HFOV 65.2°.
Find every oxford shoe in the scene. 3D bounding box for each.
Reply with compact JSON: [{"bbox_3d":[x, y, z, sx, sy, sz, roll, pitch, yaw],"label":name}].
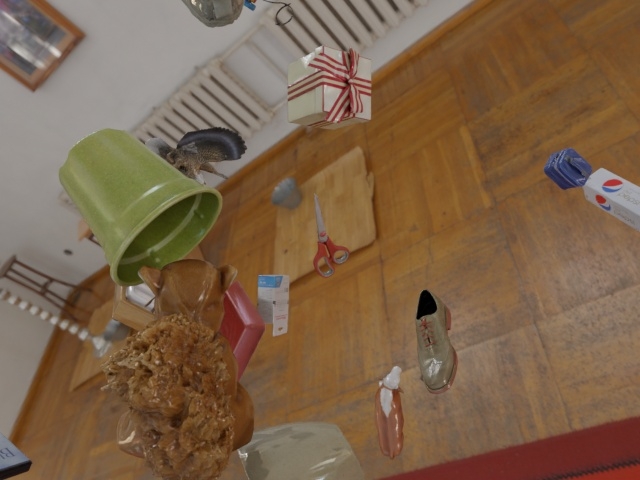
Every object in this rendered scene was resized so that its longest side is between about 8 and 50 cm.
[{"bbox_3d":[0.334,0.302,1.536,0.123,0.130,0.348,-25,32,23],"label":"oxford shoe"}]

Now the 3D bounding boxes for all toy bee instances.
[{"bbox_3d":[-0.232,-0.801,1.554,0.298,0.162,0.195,18,96,30],"label":"toy bee"}]

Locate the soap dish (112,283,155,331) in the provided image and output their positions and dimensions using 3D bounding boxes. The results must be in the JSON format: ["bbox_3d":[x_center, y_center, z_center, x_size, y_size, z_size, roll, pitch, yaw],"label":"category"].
[{"bbox_3d":[-0.528,0.175,1.553,0.118,0.229,0.291,-48,32,10],"label":"soap dish"}]

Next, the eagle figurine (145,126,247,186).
[{"bbox_3d":[-0.436,-0.275,1.749,0.226,0.225,0.298,15,36,31],"label":"eagle figurine"}]

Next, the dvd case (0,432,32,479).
[{"bbox_3d":[-0.626,0.323,0.811,0.253,0.180,0.022,26,93,23],"label":"dvd case"}]

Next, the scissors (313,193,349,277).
[{"bbox_3d":[0.000,0.000,1.310,0.109,0.297,0.021,-36,51,-4],"label":"scissors"}]

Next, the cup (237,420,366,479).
[{"bbox_3d":[-0.030,0.573,1.200,0.236,0.331,0.331,-25,31,-14],"label":"cup"}]

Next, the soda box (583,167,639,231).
[{"bbox_3d":[0.775,-0.101,1.274,0.069,0.074,0.216,-37,37,3],"label":"soda box"}]

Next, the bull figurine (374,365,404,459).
[{"bbox_3d":[0.240,0.582,1.728,0.101,0.188,0.311,1,87,11],"label":"bull figurine"}]

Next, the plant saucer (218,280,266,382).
[{"bbox_3d":[-0.276,0.284,1.483,0.258,0.047,0.259,45,113,51],"label":"plant saucer"}]

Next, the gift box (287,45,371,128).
[{"bbox_3d":[0.025,-0.529,1.786,0.258,0.276,0.255,-1,95,52],"label":"gift box"}]

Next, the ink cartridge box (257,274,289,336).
[{"bbox_3d":[-0.145,0.196,1.533,0.060,0.104,0.180,1,87,22],"label":"ink cartridge box"}]

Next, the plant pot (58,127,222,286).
[{"bbox_3d":[-0.395,-0.089,1.053,0.276,0.254,0.276,-44,-10,-9],"label":"plant pot"}]

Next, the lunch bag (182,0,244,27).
[{"bbox_3d":[-0.179,-0.481,0.699,0.168,0.235,0.287,-21,68,-15],"label":"lunch bag"}]

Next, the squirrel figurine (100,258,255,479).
[{"bbox_3d":[-0.246,0.223,0.948,0.397,0.280,0.371,177,97,-79],"label":"squirrel figurine"}]

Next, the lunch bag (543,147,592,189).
[{"bbox_3d":[0.583,-0.171,1.177,0.067,0.098,0.065,-58,15,-14],"label":"lunch bag"}]
